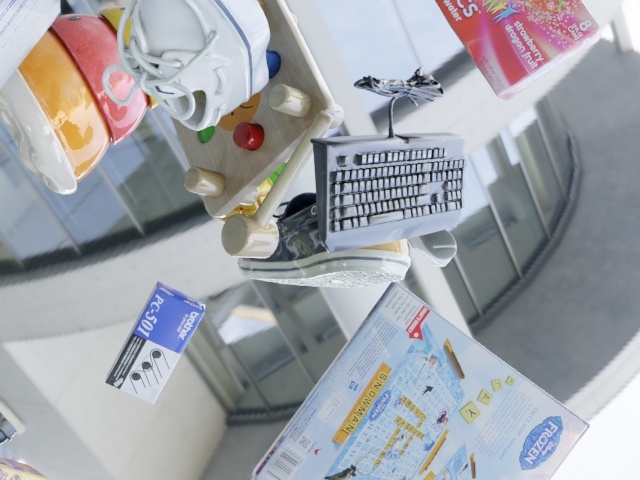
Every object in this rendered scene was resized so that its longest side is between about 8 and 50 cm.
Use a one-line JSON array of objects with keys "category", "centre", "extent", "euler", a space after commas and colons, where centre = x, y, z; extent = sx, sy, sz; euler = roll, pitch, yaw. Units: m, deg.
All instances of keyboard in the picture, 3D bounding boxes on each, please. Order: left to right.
[{"category": "keyboard", "centre": [0.089, -0.100, 1.155], "extent": [0.033, 0.201, 0.317], "euler": [-1, -174, 34]}]

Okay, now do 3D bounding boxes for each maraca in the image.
[{"category": "maraca", "centre": [-0.139, -0.099, 1.929], "extent": [0.186, 0.127, 0.099], "euler": [-41, -146, 22]}]

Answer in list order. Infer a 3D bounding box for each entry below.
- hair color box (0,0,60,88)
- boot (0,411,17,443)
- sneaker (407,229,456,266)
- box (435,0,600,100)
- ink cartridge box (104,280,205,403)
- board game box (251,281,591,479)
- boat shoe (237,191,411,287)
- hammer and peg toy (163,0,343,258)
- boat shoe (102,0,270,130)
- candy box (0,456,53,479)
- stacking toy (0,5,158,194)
[{"category": "hair color box", "centre": [-0.360, -0.251, 1.037], "extent": [0.185, 0.110, 0.339], "euler": [-57, -170, -14]}, {"category": "boot", "centre": [-0.291, 0.133, 0.712], "extent": [0.099, 0.121, 0.045], "euler": [-52, -173, -26]}, {"category": "sneaker", "centre": [0.132, -0.021, 1.448], "extent": [0.054, 0.061, 0.152], "euler": [-32, -108, -15]}, {"category": "box", "centre": [0.180, -0.291, 1.098], "extent": [0.128, 0.256, 0.123], "euler": [-33, 176, 15]}, {"category": "ink cartridge box", "centre": [-0.295, 0.183, 1.806], "extent": [0.207, 0.097, 0.046], "euler": [-60, -167, 16]}, {"category": "board game box", "centre": [0.130, 0.273, 1.330], "extent": [0.318, 0.318, 0.066], "euler": [-53, -179, -2]}, {"category": "boat shoe", "centre": [0.000, 0.000, 1.764], "extent": [0.500, 0.187, 0.155], "euler": [167, -73, -64]}, {"category": "hammer and peg toy", "centre": [-0.086, -0.161, 1.420], "extent": [0.266, 0.127, 0.361], "euler": [-41, -122, 28]}, {"category": "boat shoe", "centre": [-0.151, -0.193, 1.047], "extent": [0.156, 0.136, 0.367], "euler": [-46, 175, -7]}, {"category": "candy box", "centre": [-0.565, 0.400, 1.738], "extent": [0.109, 0.187, 0.053], "euler": [9, -104, 49]}, {"category": "stacking toy", "centre": [-0.399, -0.340, 1.964], "extent": [0.480, 0.350, 0.351], "euler": [-32, -148, -17]}]
